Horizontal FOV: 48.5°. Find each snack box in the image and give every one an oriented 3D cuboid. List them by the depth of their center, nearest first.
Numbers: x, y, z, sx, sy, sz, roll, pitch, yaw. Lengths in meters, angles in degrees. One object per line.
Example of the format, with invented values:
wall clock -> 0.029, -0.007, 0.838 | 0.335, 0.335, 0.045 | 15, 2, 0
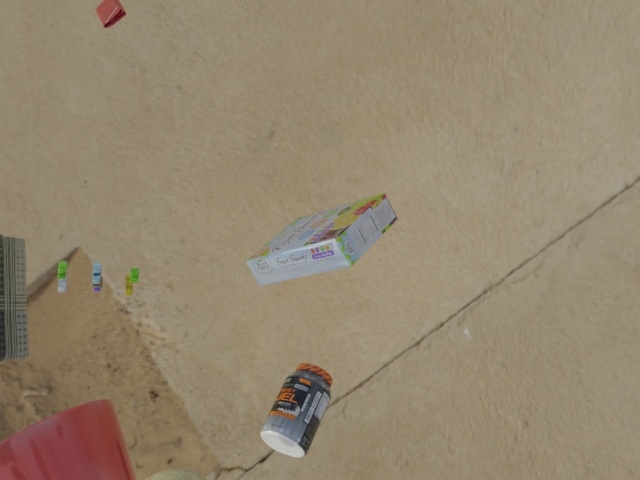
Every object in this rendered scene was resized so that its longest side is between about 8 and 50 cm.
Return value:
snack box -> 0.000, 0.000, 0.767 | 0.141, 0.100, 0.037 | -15, 109, 44

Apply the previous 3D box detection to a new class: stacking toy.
stacking toy -> -0.497, 0.078, 1.587 | 0.166, 0.221, 0.052 | 4, 74, -18

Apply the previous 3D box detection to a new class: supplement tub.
supplement tub -> -0.049, 0.383, 1.620 | 0.117, 0.117, 0.190 | 17, 54, 14

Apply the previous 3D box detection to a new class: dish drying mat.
dish drying mat -> -0.251, -0.274, 0.848 | 0.032, 0.008, 0.083 | -39, 39, 2

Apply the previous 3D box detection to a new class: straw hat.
straw hat -> -0.296, 0.522, 1.434 | 0.144, 0.144, 0.061 | -28, 47, 11

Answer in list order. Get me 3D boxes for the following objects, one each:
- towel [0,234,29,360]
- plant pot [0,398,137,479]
towel -> -0.829, 0.135, 1.724 | 0.056, 0.312, 0.324 | -5, 84, 17
plant pot -> -0.441, 0.450, 1.241 | 0.275, 0.275, 0.243 | -32, 77, 10
